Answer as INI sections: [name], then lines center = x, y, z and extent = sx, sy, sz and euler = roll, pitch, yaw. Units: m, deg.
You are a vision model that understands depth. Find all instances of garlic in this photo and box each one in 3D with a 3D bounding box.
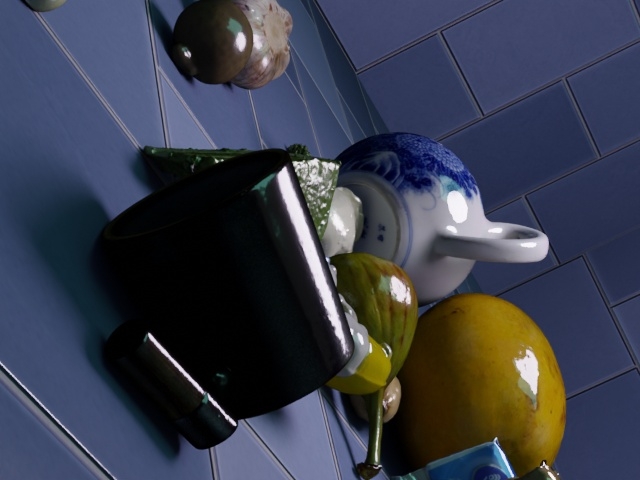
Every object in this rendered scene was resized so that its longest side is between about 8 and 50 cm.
[garlic]
center = -0.105, -0.283, 1.946
extent = 0.147, 0.102, 0.159
euler = 58, 34, -39

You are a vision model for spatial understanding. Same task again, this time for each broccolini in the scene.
[broccolini]
center = -0.035, -0.111, 2.105
extent = 0.035, 0.030, 0.140
euler = 51, 18, -22

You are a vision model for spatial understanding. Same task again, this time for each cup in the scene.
[cup]
center = -0.095, 0.055, 1.124
extent = 0.166, 0.239, 0.177
euler = -1, -62, 53

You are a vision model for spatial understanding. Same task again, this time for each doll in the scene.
[doll]
center = -0.026, 0.062, 1.416
extent = 0.237, 0.111, 0.252
euler = 39, 4, 24

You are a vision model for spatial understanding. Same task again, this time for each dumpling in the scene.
[dumpling]
center = -0.002, 0.000, 1.797
extent = 0.169, 0.100, 0.134
euler = -26, 106, -76

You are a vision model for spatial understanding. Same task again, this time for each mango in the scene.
[mango]
center = 0.217, 0.215, 1.941
extent = 0.446, 0.232, 0.300
euler = -68, 151, -83

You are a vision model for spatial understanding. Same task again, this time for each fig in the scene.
[fig]
center = 0.064, 0.142, 1.632
extent = 0.151, 0.151, 0.259
euler = 35, 34, -71

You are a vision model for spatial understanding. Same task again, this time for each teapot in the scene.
[teapot]
center = 0.129, -0.031, 1.988
extent = 0.280, 0.424, 0.252
euler = -12, 112, -54

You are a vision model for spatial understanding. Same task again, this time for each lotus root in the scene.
[lotus root]
center = 0.067, 0.191, 1.745
extent = 0.073, 0.062, 0.150
euler = 40, 11, -5

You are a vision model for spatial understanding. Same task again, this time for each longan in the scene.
[longan]
center = -0.138, -0.244, 1.715
extent = 0.119, 0.106, 0.106
euler = -40, 107, -40

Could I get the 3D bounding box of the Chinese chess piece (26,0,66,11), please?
[Chinese chess piece]
center = -0.258, -0.246, 1.241
extent = 0.084, 0.034, 0.084
euler = 63, 8, -16

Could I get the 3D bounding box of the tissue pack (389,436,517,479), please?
[tissue pack]
center = 0.173, 0.369, 1.476
extent = 0.198, 0.146, 0.263
euler = 96, -27, -71

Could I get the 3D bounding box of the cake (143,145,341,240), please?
[cake]
center = -0.077, -0.079, 1.430
extent = 0.235, 0.100, 0.099
euler = 32, 75, -52

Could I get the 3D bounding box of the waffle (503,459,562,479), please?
[waffle]
center = 0.126, 0.296, 1.189
extent = 0.114, 0.261, 0.376
euler = 62, 8, 19
